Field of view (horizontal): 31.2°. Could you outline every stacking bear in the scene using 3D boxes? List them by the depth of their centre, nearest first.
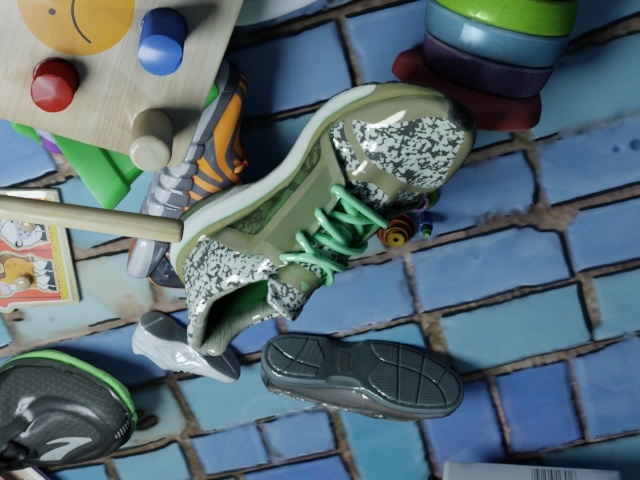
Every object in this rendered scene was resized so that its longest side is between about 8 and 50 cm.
[{"bbox_3d":[0.188,-0.272,1.163,0.164,0.175,0.289,12,115,-5],"label":"stacking bear"}]

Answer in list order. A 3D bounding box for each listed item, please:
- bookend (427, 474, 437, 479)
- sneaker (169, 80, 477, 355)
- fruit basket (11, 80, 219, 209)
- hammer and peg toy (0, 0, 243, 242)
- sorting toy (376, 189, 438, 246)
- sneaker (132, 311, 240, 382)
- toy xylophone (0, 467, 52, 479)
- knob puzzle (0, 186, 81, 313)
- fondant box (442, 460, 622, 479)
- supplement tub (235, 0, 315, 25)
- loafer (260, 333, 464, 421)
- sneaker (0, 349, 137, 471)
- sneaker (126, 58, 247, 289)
[{"bbox_3d":[0.139,0.444,1.674,0.157,0.072,0.156,-30,117,19],"label":"bookend"},{"bbox_3d":[0.000,0.000,1.169,0.158,0.182,0.410,31,130,-31],"label":"sneaker"},{"bbox_3d":[-0.340,-0.200,1.163,0.392,0.283,0.392,-7,116,-14],"label":"fruit basket"},{"bbox_3d":[-0.211,-0.157,0.973,0.266,0.127,0.361,15,121,-14],"label":"hammer and peg toy"},{"bbox_3d":[0.109,-0.026,1.385,0.061,0.042,0.102,24,120,-14],"label":"sorting toy"},{"bbox_3d":[-0.176,0.148,1.501,0.152,0.054,0.061,28,128,-10],"label":"sneaker"},{"bbox_3d":[-0.459,0.476,1.599,0.236,0.323,0.081,39,156,-21],"label":"toy xylophone"},{"bbox_3d":[-0.409,0.016,1.425,0.213,0.030,0.213,0,123,0],"label":"knob puzzle"},{"bbox_3d":[0.280,0.468,1.564,0.238,0.096,0.330,2,112,8],"label":"fondant box"},{"bbox_3d":[-0.082,-0.383,1.042,0.228,0.228,0.316,-22,121,14],"label":"supplement tub"},{"bbox_3d":[0.052,0.186,1.509,0.267,0.096,0.084,12,143,0],"label":"loafer"},{"bbox_3d":[-0.469,0.275,1.491,0.482,0.202,0.185,-10,123,7],"label":"sneaker"},{"bbox_3d":[-0.101,-0.061,1.332,0.180,0.125,0.321,16,133,-14],"label":"sneaker"}]
